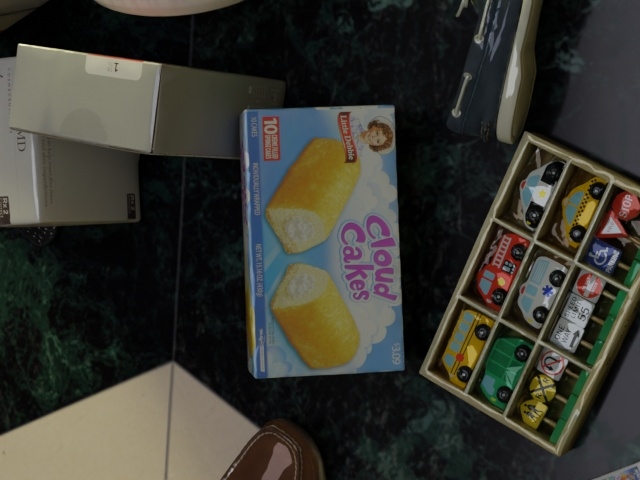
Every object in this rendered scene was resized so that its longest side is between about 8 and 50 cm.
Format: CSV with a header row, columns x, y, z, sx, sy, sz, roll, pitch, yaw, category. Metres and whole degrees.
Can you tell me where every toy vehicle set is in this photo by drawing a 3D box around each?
x,y,z,sx,sy,sz,roll,pitch,yaw,category
0.219,0.050,1.435,0.166,0.035,0.266,29,105,25,toy vehicle set

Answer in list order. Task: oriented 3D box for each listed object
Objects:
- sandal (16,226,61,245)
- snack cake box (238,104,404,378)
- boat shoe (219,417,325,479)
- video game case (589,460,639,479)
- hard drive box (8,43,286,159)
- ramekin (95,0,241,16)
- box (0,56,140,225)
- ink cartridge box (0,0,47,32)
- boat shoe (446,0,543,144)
x,y,z,sx,sy,sz,roll,pitch,yaw,category
-0.371,-0.065,1.765,0.179,0.040,0.067,45,118,5,sandal
0.000,0.000,1.487,0.152,0.089,0.264,-3,91,-7,snack cake box
-0.096,0.339,1.574,0.123,0.116,0.324,29,105,25,boat shoe
0.272,0.271,1.427,0.122,0.011,0.087,-27,78,27,video game case
-0.173,-0.140,1.536,0.181,0.232,0.089,11,97,28,hard drive box
-0.145,-0.330,1.505,0.273,0.273,0.127,16,132,28,ramekin
-0.297,-0.106,1.635,0.119,0.182,0.180,-2,90,30,box
-0.381,-0.345,1.644,0.283,0.117,0.207,-11,86,58,ink cartridge box
0.173,-0.221,1.423,0.079,0.095,0.254,12,107,17,boat shoe
